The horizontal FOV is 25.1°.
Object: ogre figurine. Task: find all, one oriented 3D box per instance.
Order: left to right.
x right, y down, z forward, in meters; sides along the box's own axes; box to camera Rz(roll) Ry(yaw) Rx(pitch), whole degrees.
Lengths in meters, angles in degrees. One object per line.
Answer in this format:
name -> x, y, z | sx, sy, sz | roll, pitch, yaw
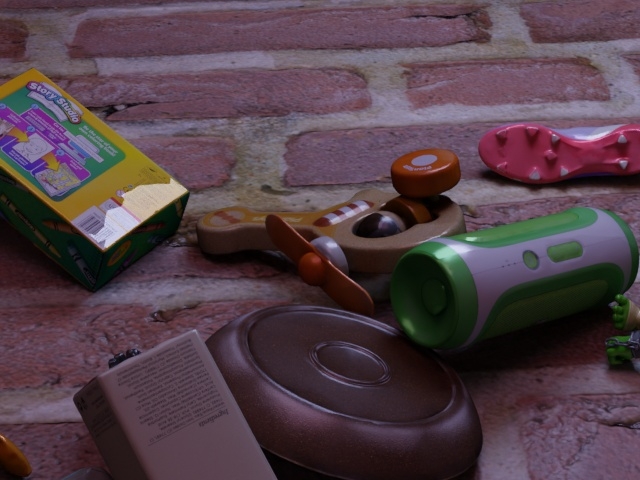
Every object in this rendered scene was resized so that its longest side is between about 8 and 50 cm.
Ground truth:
ogre figurine -> 0.413, 0.076, 1.630 | 0.118, 0.096, 0.197 | 3, 14, 38

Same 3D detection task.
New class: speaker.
speaker -> 0.222, 0.039, 1.610 | 0.297, 0.131, 0.131 | -12, 34, -38

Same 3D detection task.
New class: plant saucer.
plant saucer -> 0.026, 0.144, 1.484 | 0.311, 0.050, 0.310 | 14, 22, -6

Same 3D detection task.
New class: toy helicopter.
toy helicopter -> 0.000, 0.000, 1.727 | 0.355, 0.140, 0.235 | 1, 28, 27

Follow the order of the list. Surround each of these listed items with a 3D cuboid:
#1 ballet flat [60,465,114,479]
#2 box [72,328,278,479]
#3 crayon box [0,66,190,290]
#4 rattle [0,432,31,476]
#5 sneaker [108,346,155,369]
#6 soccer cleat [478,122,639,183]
ballet flat -> -0.279, 0.281, 1.357 | 0.213, 0.072, 0.068 | -24, 47, -31
box -> -0.103, 0.227, 1.273 | 0.113, 0.094, 0.275 | -24, 83, -31
crayon box -> -0.324, -0.082, 1.795 | 0.278, 0.081, 0.165 | 38, 46, 13
rattle -> -0.418, 0.219, 1.439 | 0.200, 0.130, 0.142 | -22, 83, -44
sneaker -> -0.164, 0.185, 1.475 | 0.098, 0.135, 0.276 | -17, 12, -2
soccer cleat -> 0.339, -0.121, 1.944 | 0.248, 0.083, 0.095 | -2, 5, 7
